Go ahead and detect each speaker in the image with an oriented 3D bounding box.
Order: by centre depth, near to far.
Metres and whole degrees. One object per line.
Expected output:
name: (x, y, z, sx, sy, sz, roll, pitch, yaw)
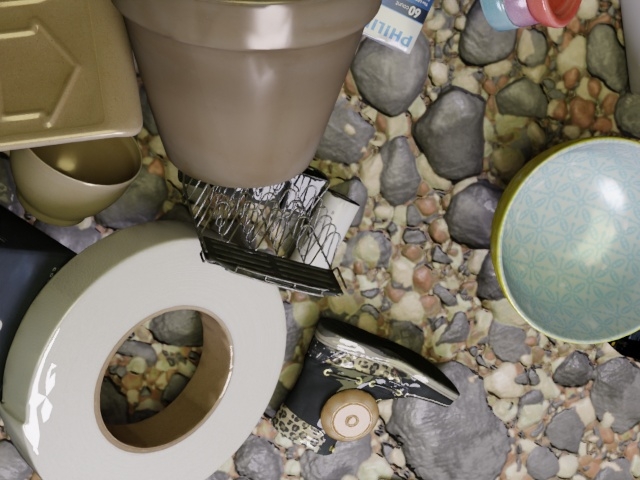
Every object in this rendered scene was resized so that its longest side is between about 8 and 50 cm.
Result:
speaker: (0.000, 0.000, 1.595, 0.055, 0.055, 0.136, 24, 98, -17)

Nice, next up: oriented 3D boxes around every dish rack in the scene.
dish rack: (-0.070, -0.029, 1.459, 0.208, 0.271, 0.074, 14, 115, -22)

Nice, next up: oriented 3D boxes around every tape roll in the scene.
tape roll: (-0.216, 0.164, 1.489, 0.392, 0.072, 0.391, -21, 124, -34)

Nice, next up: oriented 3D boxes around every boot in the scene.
boot: (0.062, 0.228, 1.658, 0.236, 0.085, 0.178, 26, 102, -18)

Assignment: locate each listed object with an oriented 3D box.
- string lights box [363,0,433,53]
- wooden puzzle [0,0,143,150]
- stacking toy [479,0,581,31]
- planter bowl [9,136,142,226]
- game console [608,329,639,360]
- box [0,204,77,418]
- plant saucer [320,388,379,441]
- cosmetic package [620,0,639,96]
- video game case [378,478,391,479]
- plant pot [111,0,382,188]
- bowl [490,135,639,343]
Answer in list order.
string lights box: (0.104, -0.388, 1.505, 0.133, 0.077, 0.259, 23, 98, -17)
wooden puzzle: (-0.404, -0.248, 1.374, 0.348, 0.080, 0.322, -7, 75, -15)
stacking toy: (0.239, -0.435, 1.468, 0.309, 0.130, 0.279, 55, 49, -44)
planter bowl: (-0.320, -0.087, 1.459, 0.162, 0.162, 0.109, 23, 124, -17)
game console: (0.572, 0.022, 1.738, 0.213, 0.044, 0.361, 11, 102, -17)
box: (-0.513, 0.086, 1.305, 0.212, 0.395, 0.293, 30, 98, 21)
plant saucer: (0.042, 0.246, 1.608, 0.084, 0.015, 0.083, -4, 113, -9)
cosmetic package: (0.523, -0.427, 1.545, 0.230, 0.161, 0.453, -13, 107, -9)
video game case: (0.145, 0.463, 1.767, 0.173, 0.022, 0.190, 12, 100, -15)
plant pot: (-0.093, -0.226, 1.387, 0.323, 0.323, 0.280, -3, 125, -12)
bowl: (0.356, -0.014, 1.618, 0.290, 0.156, 0.289, -3, 104, -12)
